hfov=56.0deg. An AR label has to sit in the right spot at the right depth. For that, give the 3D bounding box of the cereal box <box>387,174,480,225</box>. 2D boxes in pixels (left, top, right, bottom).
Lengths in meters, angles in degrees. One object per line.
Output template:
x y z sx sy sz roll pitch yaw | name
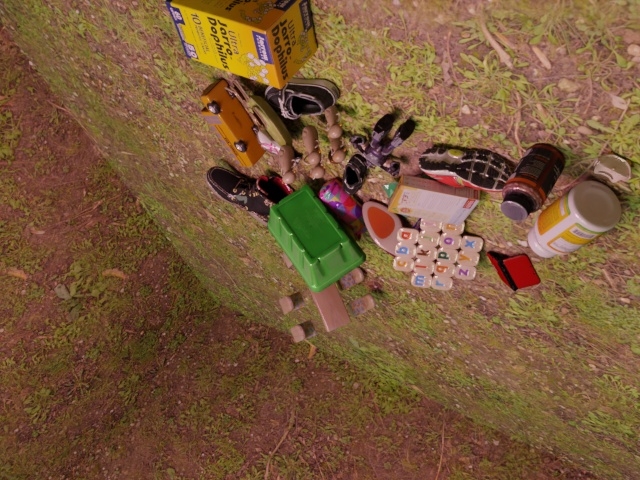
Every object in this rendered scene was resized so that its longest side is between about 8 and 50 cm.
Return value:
0.342 -0.120 1.832 0.240 0.047 0.173 11 154 -5 | cereal box

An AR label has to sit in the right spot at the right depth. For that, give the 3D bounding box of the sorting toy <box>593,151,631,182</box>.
0.686 -0.166 1.424 0.083 0.044 0.075 31 162 12 | sorting toy

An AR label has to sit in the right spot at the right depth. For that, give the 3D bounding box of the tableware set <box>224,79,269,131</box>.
-0.250 -0.450 2.038 0.194 0.039 0.128 54 176 -15 | tableware set

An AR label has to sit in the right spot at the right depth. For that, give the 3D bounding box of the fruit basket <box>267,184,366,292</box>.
0.000 0.000 2.293 0.392 0.283 0.392 56 174 9 | fruit basket

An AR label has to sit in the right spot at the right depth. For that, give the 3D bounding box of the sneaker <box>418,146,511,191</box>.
0.415 -0.194 1.696 0.279 0.107 0.118 23 170 35 | sneaker

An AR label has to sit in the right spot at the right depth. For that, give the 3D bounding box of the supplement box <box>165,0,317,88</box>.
-0.215 -0.597 1.673 0.357 0.195 0.194 24 152 25 | supplement box

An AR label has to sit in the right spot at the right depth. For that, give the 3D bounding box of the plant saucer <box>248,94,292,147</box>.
-0.164 -0.402 2.046 0.241 0.037 0.241 52 176 5 | plant saucer

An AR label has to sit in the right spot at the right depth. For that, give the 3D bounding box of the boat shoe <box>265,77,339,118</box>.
-0.081 -0.434 1.884 0.306 0.105 0.113 16 148 40 | boat shoe

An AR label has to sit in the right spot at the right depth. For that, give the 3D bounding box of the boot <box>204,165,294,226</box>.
-0.285 -0.211 2.501 0.377 0.138 0.284 39 157 -13 | boot

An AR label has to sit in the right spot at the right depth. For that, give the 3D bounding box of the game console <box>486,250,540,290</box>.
0.630 0.088 1.969 0.144 0.085 0.124 53 -178 -30 | game console

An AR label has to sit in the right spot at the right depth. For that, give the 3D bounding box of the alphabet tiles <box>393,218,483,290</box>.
0.389 0.042 2.009 0.278 0.021 0.284 6 123 5 | alphabet tiles

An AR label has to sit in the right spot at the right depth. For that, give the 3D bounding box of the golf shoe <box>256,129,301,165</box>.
-0.149 -0.345 2.196 0.186 0.067 0.086 41 130 -12 | golf shoe

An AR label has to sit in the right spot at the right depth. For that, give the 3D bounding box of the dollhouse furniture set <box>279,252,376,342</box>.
0.014 0.181 2.561 0.394 0.362 0.256 66 158 8 | dollhouse furniture set

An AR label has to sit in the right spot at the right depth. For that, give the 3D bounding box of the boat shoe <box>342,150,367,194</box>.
0.106 -0.216 2.055 0.084 0.079 0.233 33 157 6 | boat shoe

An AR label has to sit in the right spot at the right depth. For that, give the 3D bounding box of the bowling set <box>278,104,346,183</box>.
0.020 -0.277 1.930 0.200 0.154 0.287 22 133 -37 | bowling set

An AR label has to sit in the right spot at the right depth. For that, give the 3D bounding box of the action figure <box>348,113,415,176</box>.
0.180 -0.282 1.823 0.185 0.099 0.285 28 159 -2 | action figure

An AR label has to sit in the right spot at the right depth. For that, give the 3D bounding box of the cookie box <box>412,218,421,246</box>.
0.357 -0.015 2.056 0.040 0.092 0.107 11 144 48 | cookie box

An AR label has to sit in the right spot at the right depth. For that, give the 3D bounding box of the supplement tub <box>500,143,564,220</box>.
0.520 -0.140 1.494 0.106 0.198 0.106 30 154 17 | supplement tub

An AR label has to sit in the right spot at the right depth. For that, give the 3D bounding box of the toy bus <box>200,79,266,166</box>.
-0.326 -0.427 2.219 0.130 0.108 0.332 12 146 45 | toy bus

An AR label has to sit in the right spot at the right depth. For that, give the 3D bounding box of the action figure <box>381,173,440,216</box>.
0.313 -0.162 1.893 0.137 0.063 0.232 46 147 -15 | action figure

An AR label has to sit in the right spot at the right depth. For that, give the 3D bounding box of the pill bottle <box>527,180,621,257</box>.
0.648 -0.044 1.568 0.136 0.136 0.245 35 155 4 | pill bottle

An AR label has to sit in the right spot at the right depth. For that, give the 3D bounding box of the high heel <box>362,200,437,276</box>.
0.291 0.006 2.190 0.377 0.127 0.181 53 -168 5 | high heel

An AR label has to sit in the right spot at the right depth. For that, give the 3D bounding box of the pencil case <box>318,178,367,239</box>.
0.096 -0.118 2.207 0.236 0.104 0.104 46 154 -15 | pencil case
